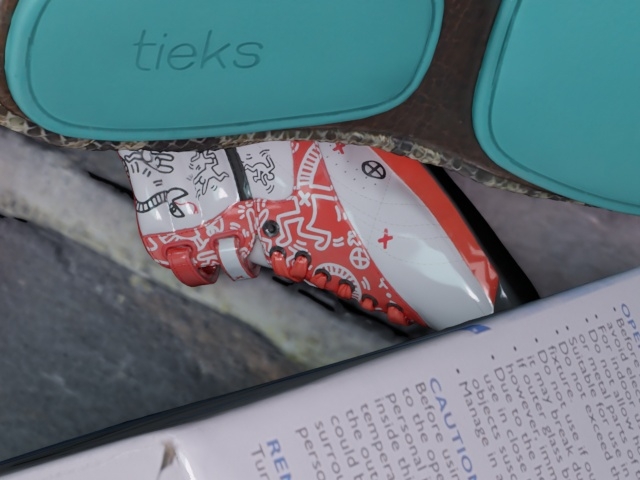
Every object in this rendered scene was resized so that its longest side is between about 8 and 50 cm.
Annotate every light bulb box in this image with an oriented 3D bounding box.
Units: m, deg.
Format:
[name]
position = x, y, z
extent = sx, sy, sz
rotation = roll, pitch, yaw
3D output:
[light bulb box]
position = -0.032, 0.179, 0.726
extent = 0.358, 0.361, 0.225
rotation = -20, 86, 36

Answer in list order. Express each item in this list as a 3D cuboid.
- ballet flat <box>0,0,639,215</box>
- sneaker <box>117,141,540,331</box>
[ballet flat]
position = 0.048, -0.117, 0.827
extent = 0.483, 0.182, 0.164
rotation = 4, 121, -25
[sneaker]
position = 0.000, -0.001, 0.911
extent = 0.145, 0.090, 0.270
rotation = -39, 81, 10
